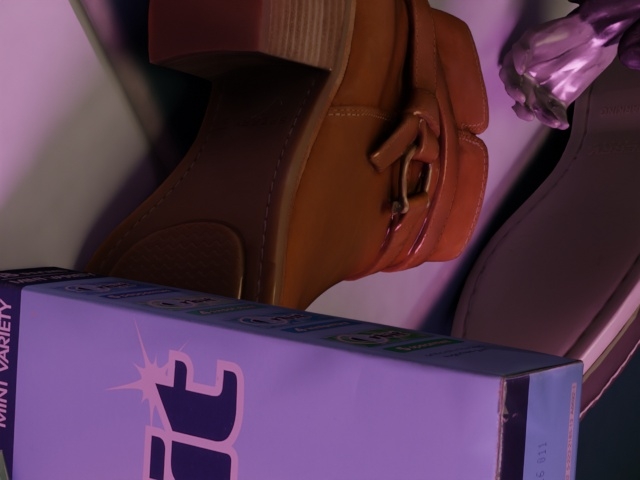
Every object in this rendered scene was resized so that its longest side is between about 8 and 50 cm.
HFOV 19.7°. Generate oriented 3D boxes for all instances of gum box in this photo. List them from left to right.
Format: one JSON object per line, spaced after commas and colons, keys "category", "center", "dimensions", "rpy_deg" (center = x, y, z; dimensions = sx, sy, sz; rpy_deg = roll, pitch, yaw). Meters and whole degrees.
{"category": "gum box", "center": [-0.024, 0.096, 0.487], "dimensions": [0.041, 0.184, 0.157], "rpy_deg": [-5, 100, -52]}

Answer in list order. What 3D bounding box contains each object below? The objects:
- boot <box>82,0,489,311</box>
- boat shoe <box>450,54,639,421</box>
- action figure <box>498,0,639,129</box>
{"category": "boot", "center": [0.000, 0.000, 0.599], "dimensions": [0.152, 0.073, 0.197], "rpy_deg": [12, 90, -57]}
{"category": "boat shoe", "center": [0.124, -0.001, 0.751], "dimensions": [0.069, 0.081, 0.228], "rpy_deg": [57, 50, -36]}
{"category": "action figure", "center": [0.116, -0.104, 0.666], "dimensions": [0.164, 0.141, 0.276], "rpy_deg": [50, 21, -51]}
